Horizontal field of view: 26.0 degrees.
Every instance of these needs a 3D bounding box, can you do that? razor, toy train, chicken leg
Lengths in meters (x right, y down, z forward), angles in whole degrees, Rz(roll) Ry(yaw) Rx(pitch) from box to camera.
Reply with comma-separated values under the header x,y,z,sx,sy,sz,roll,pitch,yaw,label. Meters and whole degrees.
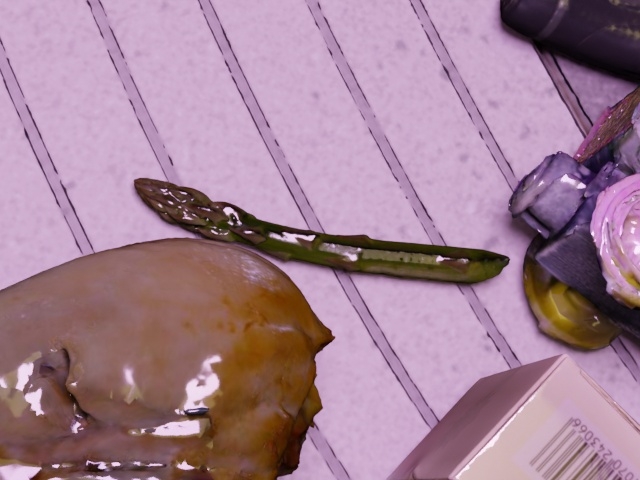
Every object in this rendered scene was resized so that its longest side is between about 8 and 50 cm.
x,y,z,sx,sy,sz,roll,pitch,yaw,label
0.195,-0.156,0.916,0.148,0.054,0.090,21,72,-8,razor
0.247,0.014,0.843,0.261,0.134,0.177,38,71,-2,toy train
-0.183,0.094,0.678,0.429,0.153,0.201,-10,60,-24,chicken leg

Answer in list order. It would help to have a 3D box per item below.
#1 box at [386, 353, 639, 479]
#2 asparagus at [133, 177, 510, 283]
x,y,z,sx,sy,sz,roll,pitch,yaw,label
0.153,0.174,0.762,0.212,0.168,0.095,45,74,1,box
0.000,-0.001,0.845,0.236,0.027,0.034,11,69,-10,asparagus
